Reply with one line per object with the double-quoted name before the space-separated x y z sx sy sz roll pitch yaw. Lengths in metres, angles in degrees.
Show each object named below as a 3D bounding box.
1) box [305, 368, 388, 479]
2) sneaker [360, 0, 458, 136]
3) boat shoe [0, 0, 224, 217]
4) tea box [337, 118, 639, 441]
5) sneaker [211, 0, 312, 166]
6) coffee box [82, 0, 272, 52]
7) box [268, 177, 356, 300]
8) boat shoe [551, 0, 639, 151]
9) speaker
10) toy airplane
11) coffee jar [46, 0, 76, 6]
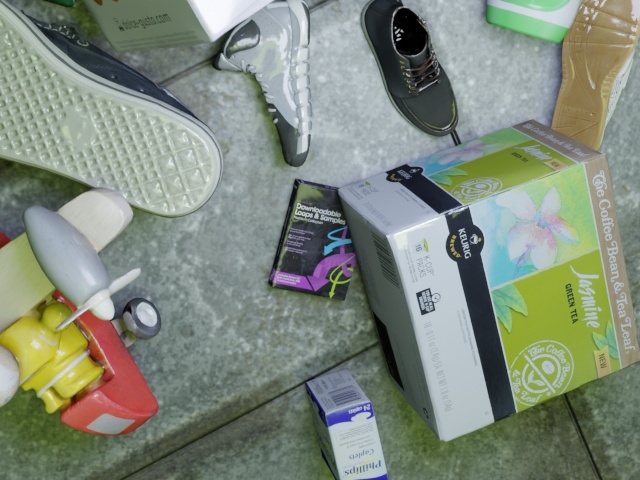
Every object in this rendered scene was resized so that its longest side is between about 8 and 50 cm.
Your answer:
"box" 0.037 0.282 1.728 0.072 0.126 0.137 -16 109 -10
"sneaker" 0.133 -0.227 1.602 0.083 0.118 0.222 -35 111 -2
"boat shoe" -0.353 -0.187 1.485 0.500 0.156 0.187 27 102 -8
"tea box" 0.239 0.049 1.644 0.323 0.220 0.329 -21 114 -11
"sneaker" -0.081 -0.213 1.583 0.132 0.086 0.229 -2 97 -8
"coffee box" -0.138 -0.444 1.311 0.338 0.337 0.334 -38 111 -19
"box" 0.000 0.000 1.687 0.116 0.029 0.162 11 102 -17
"boat shoe" 0.397 -0.255 1.676 0.098 0.096 0.277 21 113 17
"speaker" 0.321 -0.426 1.584 0.131 0.131 0.297 12 103 -17
"toy airplane" -0.407 0.095 1.483 0.384 0.272 0.386 6 125 8
"coffee jar" -0.388 -0.352 1.451 0.184 0.096 0.079 15 99 -16
